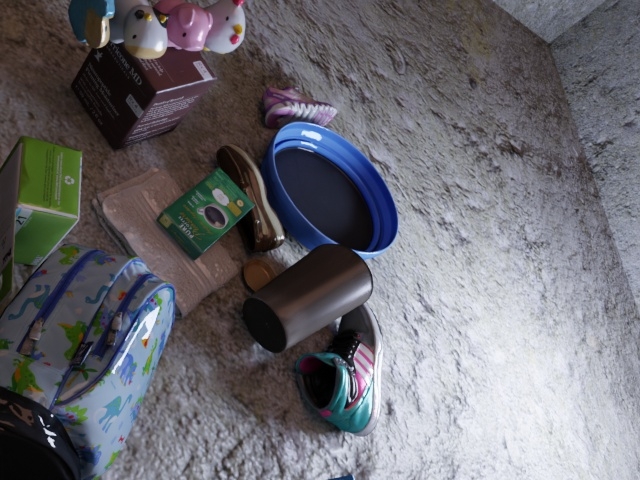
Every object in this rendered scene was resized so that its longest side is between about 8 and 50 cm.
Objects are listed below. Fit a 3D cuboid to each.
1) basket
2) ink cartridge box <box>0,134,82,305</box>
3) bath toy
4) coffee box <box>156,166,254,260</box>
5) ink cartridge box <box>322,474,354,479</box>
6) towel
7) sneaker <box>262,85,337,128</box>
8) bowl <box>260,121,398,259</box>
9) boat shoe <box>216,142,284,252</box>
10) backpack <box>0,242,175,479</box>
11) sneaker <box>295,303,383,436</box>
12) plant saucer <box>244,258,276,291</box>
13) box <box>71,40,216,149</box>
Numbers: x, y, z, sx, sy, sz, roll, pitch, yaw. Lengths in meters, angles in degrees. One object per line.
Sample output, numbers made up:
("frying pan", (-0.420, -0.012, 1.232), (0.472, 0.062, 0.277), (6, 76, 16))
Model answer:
("basket", (-0.037, 0.122, 1.303), (0.227, 0.204, 0.154), (-30, 103, -38))
("ink cartridge box", (-0.454, -0.001, 0.981), (0.097, 0.189, 0.255), (12, 58, -39))
("bath toy", (-0.268, -0.403, 1.154), (0.348, 0.129, 0.151), (-16, 75, -47))
("coffee box", (-0.225, -0.056, 1.254), (0.113, 0.040, 0.184), (46, 46, -7))
("ink cartridge box", (-0.003, 0.523, 0.983), (0.171, 0.168, 0.233), (-9, 48, -4))
("towel", (-0.296, -0.004, 1.232), (0.282, 0.049, 0.187), (52, 42, -3))
("sneaker", (-0.059, -0.354, 1.652), (0.236, 0.095, 0.104), (-5, 60, -43))
("bowl", (0.022, -0.116, 1.552), (0.391, 0.077, 0.391), (27, 43, -27))
("boat shoe", (-0.171, -0.092, 1.373), (0.095, 0.095, 0.257), (-23, 81, -42))
("backpack", (-0.353, 0.172, 0.901), (0.273, 0.290, 0.355), (1, 43, -7))
("sneaker", (0.033, 0.245, 1.323), (0.178, 0.124, 0.295), (30, 48, -38))
("plant saucer", (-0.132, 0.080, 1.351), (0.083, 0.015, 0.083), (23, 50, -31))
("box", (-0.356, -0.319, 1.267), (0.168, 0.203, 0.167), (55, 42, 2))
